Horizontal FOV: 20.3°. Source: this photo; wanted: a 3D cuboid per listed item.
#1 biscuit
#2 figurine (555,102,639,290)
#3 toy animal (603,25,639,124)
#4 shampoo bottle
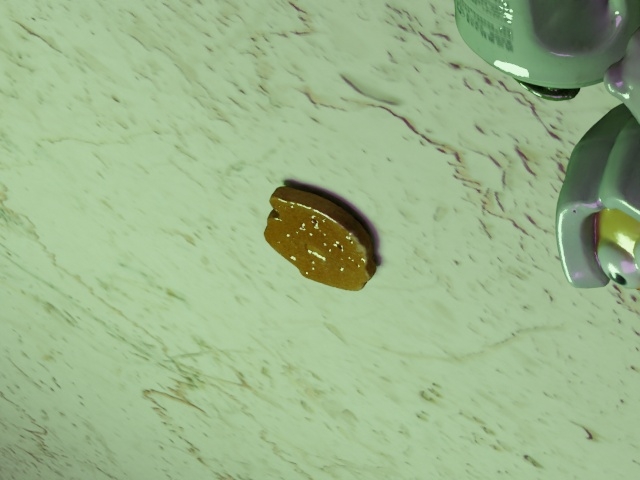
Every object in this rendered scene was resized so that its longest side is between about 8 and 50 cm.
[{"bbox_3d":[0.000,0.000,1.477,0.102,0.019,0.130,26,154,13],"label":"biscuit"},{"bbox_3d":[0.244,0.009,1.080,0.236,0.133,0.176,40,152,-25],"label":"figurine"},{"bbox_3d":[0.239,-0.090,0.739,0.206,0.265,0.272,21,152,19],"label":"toy animal"},{"bbox_3d":[0.121,-0.155,0.965,0.118,0.087,0.234,22,154,23],"label":"shampoo bottle"}]
